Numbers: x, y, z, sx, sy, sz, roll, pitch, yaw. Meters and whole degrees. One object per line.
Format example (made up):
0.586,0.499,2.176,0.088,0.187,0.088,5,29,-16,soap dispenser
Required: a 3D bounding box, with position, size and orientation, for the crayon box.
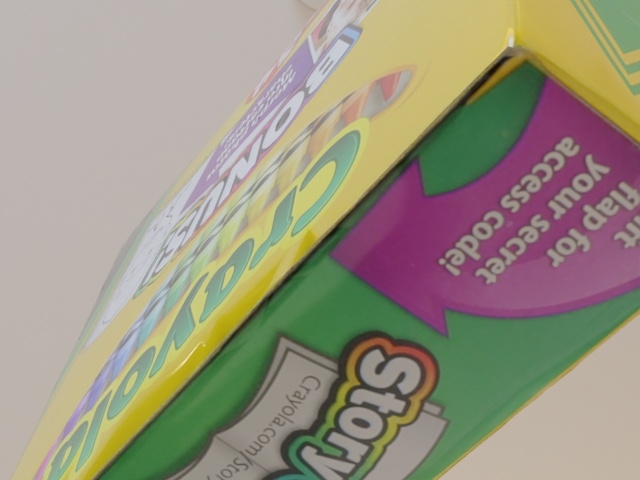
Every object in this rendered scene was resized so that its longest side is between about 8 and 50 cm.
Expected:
0.000,0.000,0.570,0.106,0.313,0.363,36,-60,-13,crayon box
